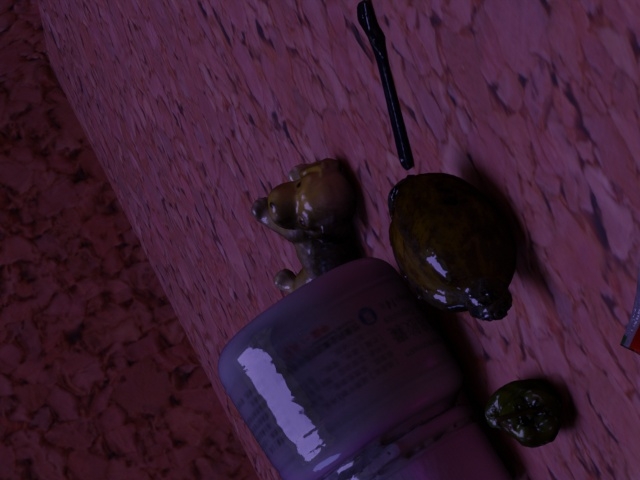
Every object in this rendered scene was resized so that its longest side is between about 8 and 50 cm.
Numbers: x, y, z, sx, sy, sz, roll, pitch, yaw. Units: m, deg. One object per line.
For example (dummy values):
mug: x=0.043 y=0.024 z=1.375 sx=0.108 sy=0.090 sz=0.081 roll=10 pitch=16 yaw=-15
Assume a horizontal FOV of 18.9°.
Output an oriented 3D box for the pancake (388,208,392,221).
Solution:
pancake: x=0.118 y=0.010 z=2.212 sx=0.158 sy=0.028 sz=0.158 roll=159 pitch=90 yaw=-79

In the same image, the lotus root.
lotus root: x=0.138 y=0.005 z=1.951 sx=0.209 sy=0.120 sz=0.120 roll=56 pitch=162 yaw=40

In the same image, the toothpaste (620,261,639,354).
toothpaste: x=0.324 y=0.117 z=1.546 sx=0.301 sy=0.048 sz=0.075 roll=51 pitch=163 yaw=57

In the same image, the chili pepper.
chili pepper: x=0.219 y=0.183 z=2.003 sx=0.072 sy=0.073 sz=0.204 roll=50 pitch=178 yaw=-1

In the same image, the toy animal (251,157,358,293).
toy animal: x=-0.010 y=-0.013 z=2.508 sx=0.169 sy=0.121 sz=0.233 roll=37 pitch=151 yaw=45

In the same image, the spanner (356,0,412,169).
spanner: x=0.072 y=-0.173 z=2.139 sx=0.046 sy=0.012 sz=0.208 roll=-136 pitch=27 yaw=-61

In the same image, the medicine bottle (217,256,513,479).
medicine bottle: x=0.057 y=0.210 z=2.283 sx=0.325 sy=0.256 sz=0.256 roll=56 pitch=164 yaw=12
